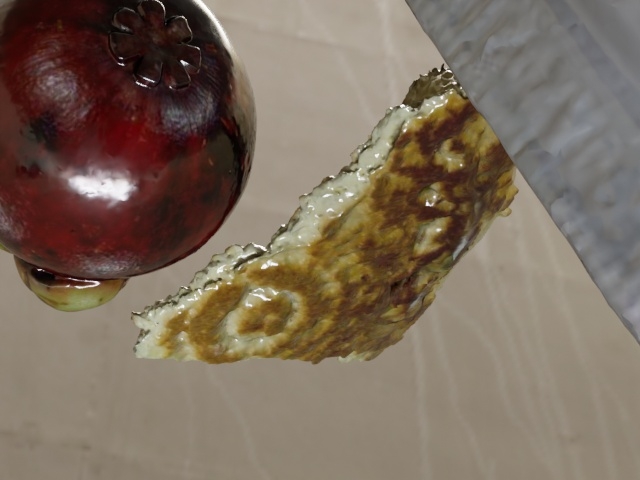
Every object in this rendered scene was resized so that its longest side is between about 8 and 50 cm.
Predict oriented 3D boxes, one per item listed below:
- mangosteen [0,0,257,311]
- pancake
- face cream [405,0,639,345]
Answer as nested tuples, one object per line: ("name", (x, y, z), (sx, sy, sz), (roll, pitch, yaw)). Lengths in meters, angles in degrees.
("mangosteen", (-0.125, -0.052, 0.970), (0.200, 0.199, 0.200), (9, -148, -5))
("pancake", (0.000, 0.000, 1.048), (0.245, 0.266, 0.057), (-17, -123, -9))
("face cream", (0.200, -0.152, 0.355), (0.137, 0.420, 0.234), (40, -164, -49))
